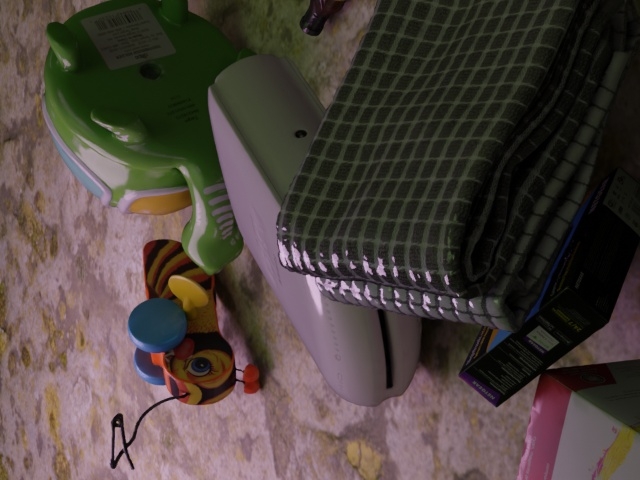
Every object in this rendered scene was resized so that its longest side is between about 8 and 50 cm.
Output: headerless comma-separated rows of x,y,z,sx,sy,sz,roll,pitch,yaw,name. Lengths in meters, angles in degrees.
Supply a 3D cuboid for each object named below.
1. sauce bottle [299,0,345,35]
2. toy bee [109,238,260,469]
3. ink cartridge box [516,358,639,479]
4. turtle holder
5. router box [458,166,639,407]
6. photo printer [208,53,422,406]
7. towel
0.014,-0.270,1.496,0.128,0.042,0.042,-56,46,40,sauce bottle
-0.151,0.138,1.704,0.195,0.162,0.298,90,-177,-74,toy bee
0.254,0.182,1.050,0.176,0.128,0.127,33,119,53,ink cartridge box
-0.183,-0.133,1.678,0.320,0.243,0.227,31,144,9,turtle holder
0.188,0.035,1.111,0.046,0.179,0.133,41,130,-4,router box
0.000,0.000,1.390,0.256,0.107,0.307,80,163,-49,photo printer
0.104,-0.081,1.107,0.235,0.121,0.284,4,64,54,towel
